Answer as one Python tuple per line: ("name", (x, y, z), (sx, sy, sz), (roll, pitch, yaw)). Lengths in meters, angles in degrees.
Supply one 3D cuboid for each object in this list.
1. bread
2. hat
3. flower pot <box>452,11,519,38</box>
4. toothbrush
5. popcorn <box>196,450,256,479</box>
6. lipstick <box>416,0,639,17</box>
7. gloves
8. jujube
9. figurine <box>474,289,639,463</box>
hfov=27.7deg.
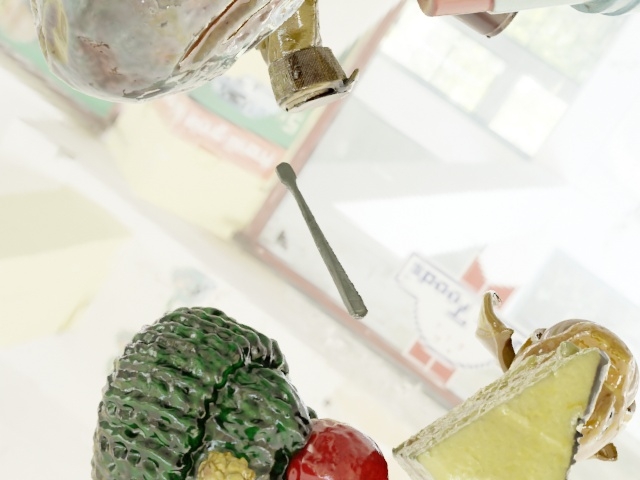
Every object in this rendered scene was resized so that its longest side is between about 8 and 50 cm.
("bread", (0.238, 0.236, 1.449), (0.198, 0.236, 0.263), (50, 172, 4))
("hat", (-0.085, 0.242, 1.459), (0.332, 0.274, 0.242), (20, -149, 26))
("flower pot", (0.193, -0.299, 1.563), (0.089, 0.111, 0.111), (34, -166, -21))
("toothbrush", (0.000, 0.000, 2.047), (0.297, 0.030, 0.030), (62, 174, 23))
("popcorn", (-0.103, 0.260, 1.339), (0.057, 0.082, 0.083), (16, -125, -15))
("lipstick", (0.170, -0.169, 0.811), (0.274, 0.061, 0.068), (-12, -177, -29))
("gloves", (-0.046, -0.329, 1.645), (0.141, 0.331, 0.154), (-9, -176, 35))
("jujube", (-0.124, -0.255, 1.143), (0.215, 0.308, 0.246), (43, 168, -2))
("figurine", (0.376, 0.288, 2.134), (0.268, 0.400, 0.387), (6, 176, 7))
